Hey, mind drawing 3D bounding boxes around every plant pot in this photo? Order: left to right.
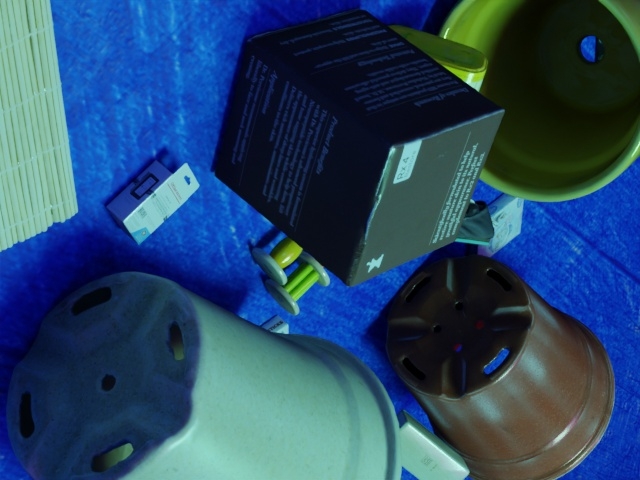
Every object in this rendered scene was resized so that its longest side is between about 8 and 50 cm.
[{"bbox_3d":[-0.132,0.191,1.504,0.334,0.334,0.305,-49,141,-2],"label":"plant pot"},{"bbox_3d":[0.226,0.161,2.025,0.272,0.272,0.265,-49,143,-4],"label":"plant pot"},{"bbox_3d":[0.279,-0.195,1.703,0.239,0.254,0.254,-34,151,-59],"label":"plant pot"}]

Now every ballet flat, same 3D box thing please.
[{"bbox_3d":[0.143,-0.027,1.872,0.203,0.074,0.074,-2,126,-47],"label":"ballet flat"}]

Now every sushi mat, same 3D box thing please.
[{"bbox_3d":[-0.273,-0.097,1.236,0.151,0.019,0.316,-35,148,-29],"label":"sushi mat"}]

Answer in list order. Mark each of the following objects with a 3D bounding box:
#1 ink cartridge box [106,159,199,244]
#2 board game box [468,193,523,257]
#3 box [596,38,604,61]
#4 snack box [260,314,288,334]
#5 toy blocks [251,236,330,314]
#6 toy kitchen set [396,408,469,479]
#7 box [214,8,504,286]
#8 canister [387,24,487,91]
[{"bbox_3d":[-0.159,-0.042,1.451,0.083,0.028,0.048,-44,151,-12],"label":"ink cartridge box"},{"bbox_3d":[0.237,-0.018,2.054,0.090,0.020,0.090,-36,148,-24],"label":"board game box"},{"bbox_3d":[0.430,-0.321,1.942,0.175,0.051,0.220,-40,149,-19],"label":"box"},{"bbox_3d":[-0.068,0.167,1.833,0.064,0.022,0.178,-33,147,-27],"label":"snack box"},{"bbox_3d":[0.000,0.000,1.702,0.148,0.054,0.123,-43,150,-15],"label":"toy blocks"},{"bbox_3d":[0.072,0.313,2.065,0.122,0.166,0.207,41,99,-21],"label":"toy kitchen set"},{"bbox_3d":[0.033,-0.095,1.483,0.167,0.203,0.168,-22,141,-42],"label":"box"},{"bbox_3d":[0.098,-0.132,1.618,0.073,0.126,0.170,-70,178,-58],"label":"canister"}]
